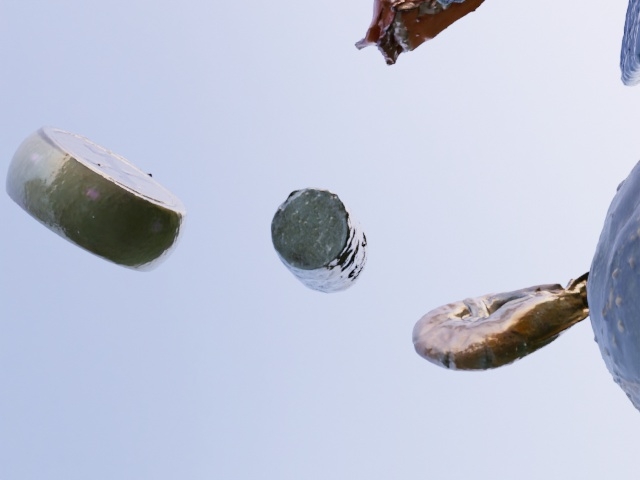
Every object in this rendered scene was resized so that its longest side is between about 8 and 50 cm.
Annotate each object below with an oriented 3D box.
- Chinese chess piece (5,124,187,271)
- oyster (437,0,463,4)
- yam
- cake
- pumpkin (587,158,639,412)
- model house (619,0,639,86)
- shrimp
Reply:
[{"bbox_3d":[-0.276,-0.055,1.399,0.238,0.238,0.092,23,-80,-49],"label":"Chinese chess piece"},{"bbox_3d":[0.182,-0.456,1.790,0.064,0.125,0.177,-32,-81,-38],"label":"oyster"},{"bbox_3d":[0.000,0.000,1.353,0.194,0.107,0.107,52,-130,-77],"label":"yam"},{"bbox_3d":[0.185,-0.416,1.927,0.287,0.098,0.135,-37,-30,-9],"label":"cake"},{"bbox_3d":[0.320,0.039,0.624,0.328,0.291,0.257,4,-61,-19],"label":"pumpkin"},{"bbox_3d":[0.539,-0.293,1.227,0.400,0.445,0.394,11,-88,-42],"label":"model house"},{"bbox_3d":[0.273,0.102,1.599,0.317,0.168,0.077,-20,-59,-21],"label":"shrimp"}]
